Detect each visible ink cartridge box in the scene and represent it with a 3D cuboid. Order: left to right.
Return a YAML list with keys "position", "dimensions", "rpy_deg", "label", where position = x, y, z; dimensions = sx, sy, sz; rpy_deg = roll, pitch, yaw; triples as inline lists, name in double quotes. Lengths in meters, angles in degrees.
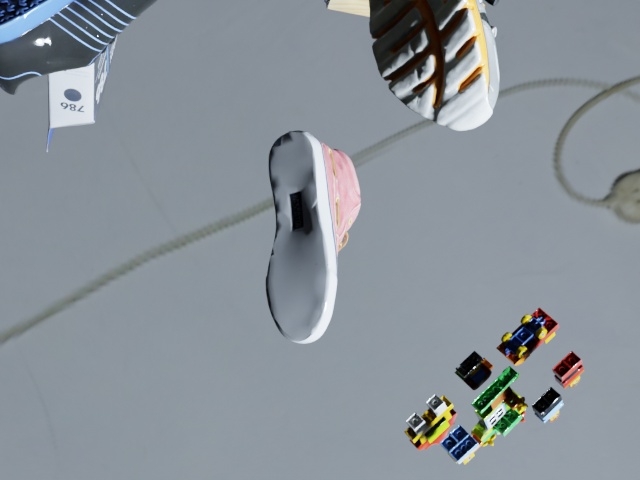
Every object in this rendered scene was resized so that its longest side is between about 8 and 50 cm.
- position: [-0.278, -0.266, 1.532]
  dimensions: [0.065, 0.333, 0.165]
  rpy_deg: [10, 52, -5]
  label: "ink cartridge box"

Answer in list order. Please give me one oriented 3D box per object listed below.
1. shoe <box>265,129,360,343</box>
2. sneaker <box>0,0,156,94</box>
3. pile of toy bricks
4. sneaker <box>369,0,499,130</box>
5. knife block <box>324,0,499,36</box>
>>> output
- position: [0.000, 0.000, 1.094]
  dimensions: [0.063, 0.081, 0.178]
  rpy_deg: [-9, 77, 30]
  label: "shoe"
- position: [-0.216, -0.218, 1.222]
  dimensions: [0.232, 0.090, 0.081]
  rpy_deg: [-25, 49, -11]
  label: "sneaker"
- position: [0.209, 0.189, 1.489]
  dimensions: [0.212, 0.105, 0.118]
  rpy_deg: [-41, 58, -7]
  label: "pile of toy bricks"
- position: [0.074, -0.171, 0.876]
  dimensions: [0.083, 0.084, 0.215]
  rpy_deg: [3, 60, -48]
  label: "sneaker"
- position: [0.124, -0.374, 1.798]
  dimensions: [0.242, 0.088, 0.276]
  rpy_deg: [7, 46, -17]
  label: "knife block"
